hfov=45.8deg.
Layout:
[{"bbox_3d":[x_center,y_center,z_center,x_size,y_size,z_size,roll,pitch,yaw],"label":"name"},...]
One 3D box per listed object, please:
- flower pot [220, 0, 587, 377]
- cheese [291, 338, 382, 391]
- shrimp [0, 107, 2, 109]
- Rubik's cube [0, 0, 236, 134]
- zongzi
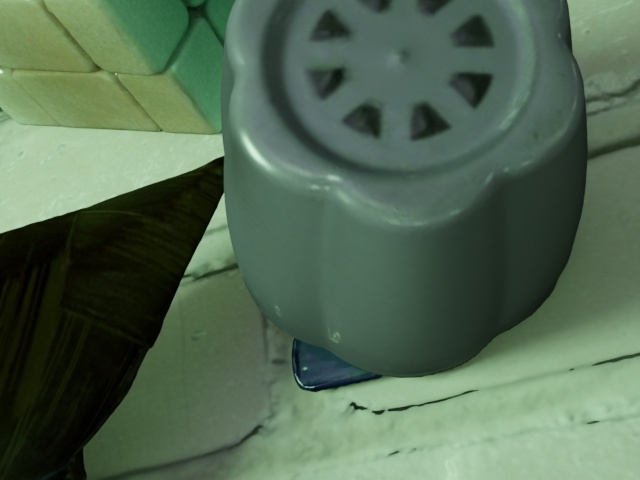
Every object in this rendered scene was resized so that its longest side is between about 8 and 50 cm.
[{"bbox_3d":[0.055,-0.058,0.483,0.265,0.243,0.265,-1,73,2],"label":"flower pot"},{"bbox_3d":[0.000,0.000,0.628,0.157,0.064,0.250,-13,63,14],"label":"cheese"},{"bbox_3d":[-0.437,-0.189,0.981,0.108,0.023,0.059,10,56,29],"label":"shrimp"},{"bbox_3d":[-0.241,-0.328,0.795,0.319,0.316,0.321,8,64,28],"label":"Rubik's cube"},{"bbox_3d":[-0.291,0.042,0.488,0.208,0.403,0.432,28,86,49],"label":"zongzi"}]
